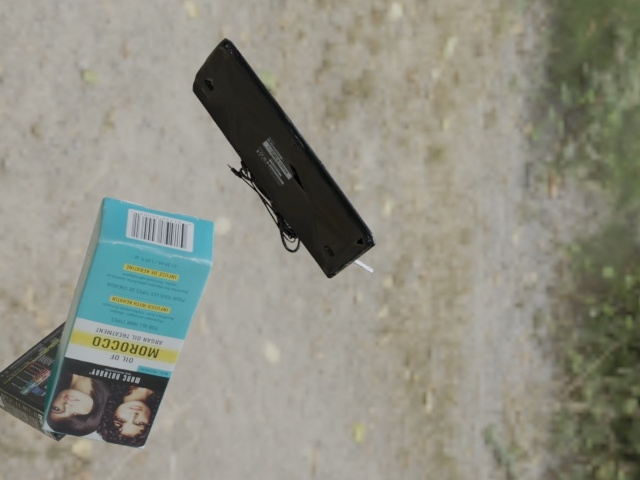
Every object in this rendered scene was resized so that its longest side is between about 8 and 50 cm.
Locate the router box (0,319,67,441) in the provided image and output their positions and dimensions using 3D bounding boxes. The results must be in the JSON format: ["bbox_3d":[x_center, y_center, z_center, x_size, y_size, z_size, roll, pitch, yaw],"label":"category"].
[{"bbox_3d":[-0.251,0.134,1.399,0.122,0.092,0.038,-41,137,-34],"label":"router box"}]

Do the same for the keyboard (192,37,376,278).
[{"bbox_3d":[-0.027,-0.063,1.081,0.038,0.100,0.192,-33,87,-36],"label":"keyboard"}]

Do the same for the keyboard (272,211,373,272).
[{"bbox_3d":[0.000,0.000,2.044,0.072,0.256,0.014,39,87,-24],"label":"keyboard"}]

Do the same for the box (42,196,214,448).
[{"bbox_3d":[-0.174,0.079,1.254,0.060,0.101,0.244,-93,-160,-49],"label":"box"}]
